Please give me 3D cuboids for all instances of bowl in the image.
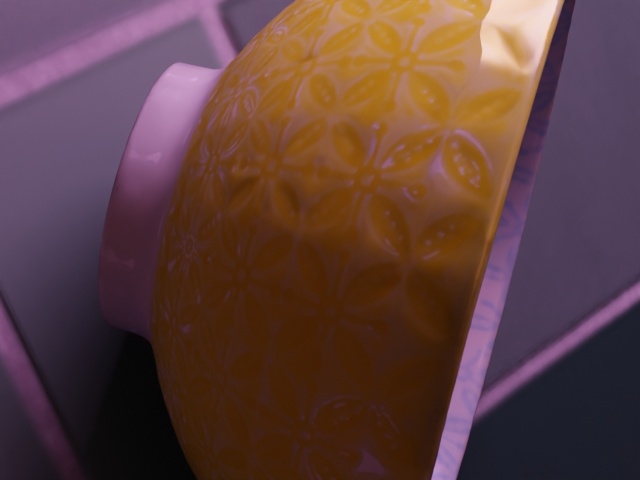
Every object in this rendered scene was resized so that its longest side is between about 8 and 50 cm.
[{"bbox_3d":[0.000,0.000,0.777,0.156,0.289,0.289,15,64,8],"label":"bowl"}]
